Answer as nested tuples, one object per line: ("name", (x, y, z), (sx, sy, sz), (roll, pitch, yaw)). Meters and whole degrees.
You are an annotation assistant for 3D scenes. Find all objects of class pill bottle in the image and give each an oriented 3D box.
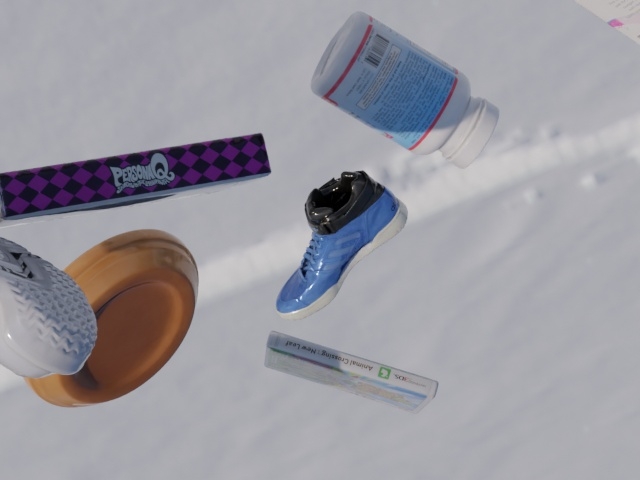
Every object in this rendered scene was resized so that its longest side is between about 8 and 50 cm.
("pill bottle", (0.078, -0.132, 1.782), (0.160, 0.087, 0.087), (31, 141, -11))

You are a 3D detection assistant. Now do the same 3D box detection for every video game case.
("video game case", (-0.189, -0.042, 1.601), (0.232, 0.042, 0.210), (-11, 180, -29))
("video game case", (0.030, 0.152, 2.241), (0.193, 0.023, 0.212), (17, 170, 1))

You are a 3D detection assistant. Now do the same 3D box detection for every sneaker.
("sneaker", (0.000, -0.001, 1.771), (0.152, 0.058, 0.084), (-42, 128, 9))
("sneaker", (-0.328, 0.071, 1.417), (0.137, 0.366, 0.210), (18, 95, -60))

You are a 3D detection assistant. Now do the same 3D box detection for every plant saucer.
("plant saucer", (-0.191, 0.081, 1.856), (0.200, 0.037, 0.200), (-30, 142, -27))

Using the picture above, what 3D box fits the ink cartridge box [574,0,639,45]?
("ink cartridge box", (0.251, -0.216, 1.489), (0.143, 0.090, 0.092), (30, 138, -28))
